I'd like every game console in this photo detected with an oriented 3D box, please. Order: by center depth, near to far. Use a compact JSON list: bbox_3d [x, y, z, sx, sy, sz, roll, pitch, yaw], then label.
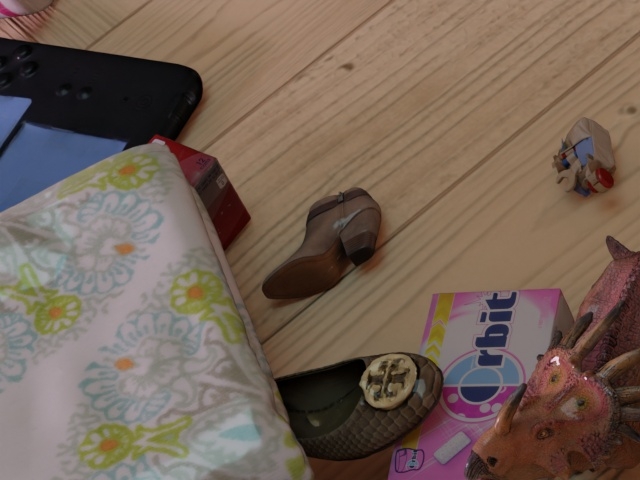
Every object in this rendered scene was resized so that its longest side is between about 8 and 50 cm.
[{"bbox_3d":[-0.336,-0.046,1.740,0.342,0.060,0.386,8,55,32],"label":"game console"}]

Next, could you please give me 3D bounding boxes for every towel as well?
[{"bbox_3d":[-0.207,0.112,1.385,0.320,0.090,0.374,-27,48,2],"label":"towel"}]

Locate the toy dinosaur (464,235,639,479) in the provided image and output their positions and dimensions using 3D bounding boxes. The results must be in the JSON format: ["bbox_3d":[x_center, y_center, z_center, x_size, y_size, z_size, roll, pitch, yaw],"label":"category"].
[{"bbox_3d":[0.211,0.080,1.250,0.127,0.200,0.295,-1,50,26],"label":"toy dinosaur"}]

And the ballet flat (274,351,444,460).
[{"bbox_3d":[-0.014,0.128,1.370,0.250,0.058,0.084,-15,42,40],"label":"ballet flat"}]

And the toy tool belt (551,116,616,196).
[{"bbox_3d":[0.221,-0.061,1.491,0.051,0.052,0.083,-42,31,33],"label":"toy tool belt"}]

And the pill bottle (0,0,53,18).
[{"bbox_3d":[-0.443,-0.316,1.967,0.283,0.160,0.160,-4,49,24],"label":"pill bottle"}]

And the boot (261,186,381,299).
[{"bbox_3d":[0.000,0.000,1.549,0.118,0.042,0.087,-21,38,7],"label":"boot"}]

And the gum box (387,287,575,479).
[{"bbox_3d":[0.126,0.130,1.345,0.107,0.062,0.188,-3,49,25],"label":"gum box"}]

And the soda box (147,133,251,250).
[{"bbox_3d":[-0.182,0.035,1.563,0.083,0.092,0.263,23,64,36],"label":"soda box"}]
